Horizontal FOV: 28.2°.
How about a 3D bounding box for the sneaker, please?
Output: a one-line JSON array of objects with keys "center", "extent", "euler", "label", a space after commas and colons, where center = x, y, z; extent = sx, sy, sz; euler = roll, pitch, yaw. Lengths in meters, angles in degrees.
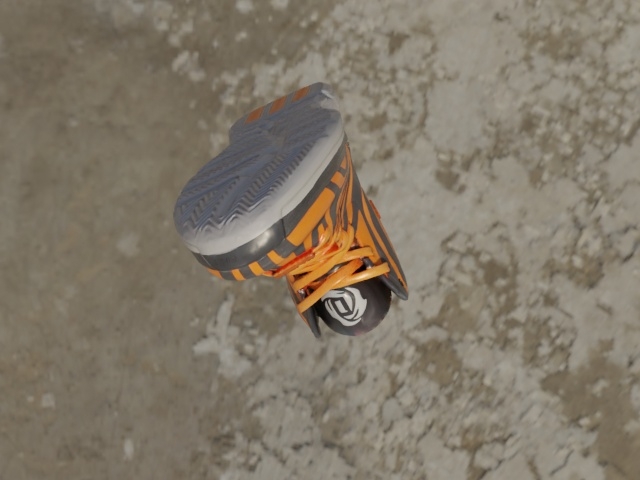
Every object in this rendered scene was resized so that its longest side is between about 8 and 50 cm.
[{"center": [0.000, 0.000, 0.930], "extent": [0.124, 0.321, 0.180], "euler": [-22, 104, 15], "label": "sneaker"}]
